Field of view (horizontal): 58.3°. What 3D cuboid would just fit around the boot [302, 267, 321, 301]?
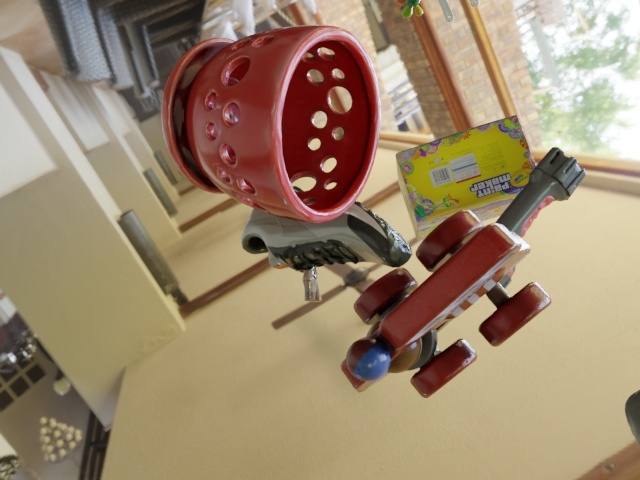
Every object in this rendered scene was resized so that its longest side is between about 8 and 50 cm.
[{"bbox_3d":[-0.019,0.098,1.343,0.042,0.086,0.118,-2,170,3],"label":"boot"}]

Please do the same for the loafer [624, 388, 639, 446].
[{"bbox_3d":[0.311,0.195,0.400,0.087,0.094,0.251,-60,-152,34],"label":"loafer"}]

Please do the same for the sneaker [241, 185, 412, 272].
[{"bbox_3d":[0.000,0.000,0.715,0.272,0.100,0.108,15,-108,48],"label":"sneaker"}]

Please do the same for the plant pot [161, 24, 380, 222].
[{"bbox_3d":[-0.054,-0.121,0.603,0.174,0.191,0.191,9,-143,34],"label":"plant pot"}]

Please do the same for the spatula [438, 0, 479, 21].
[{"bbox_3d":[0.282,-0.574,1.166,0.168,0.242,0.019,-20,170,2],"label":"spatula"}]

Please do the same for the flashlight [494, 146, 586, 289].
[{"bbox_3d":[0.402,-0.032,1.132,0.304,0.103,0.103,-48,158,-4],"label":"flashlight"}]

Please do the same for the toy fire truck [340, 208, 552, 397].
[{"bbox_3d":[0.136,0.091,0.730,0.302,0.169,0.254,-44,160,20],"label":"toy fire truck"}]

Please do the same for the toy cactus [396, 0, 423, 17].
[{"bbox_3d":[0.251,-0.635,1.404,0.219,0.112,0.180,-57,-164,38],"label":"toy cactus"}]

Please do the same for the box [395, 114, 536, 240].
[{"bbox_3d":[0.353,-0.142,1.425,0.290,0.177,0.279,-17,169,7],"label":"box"}]
